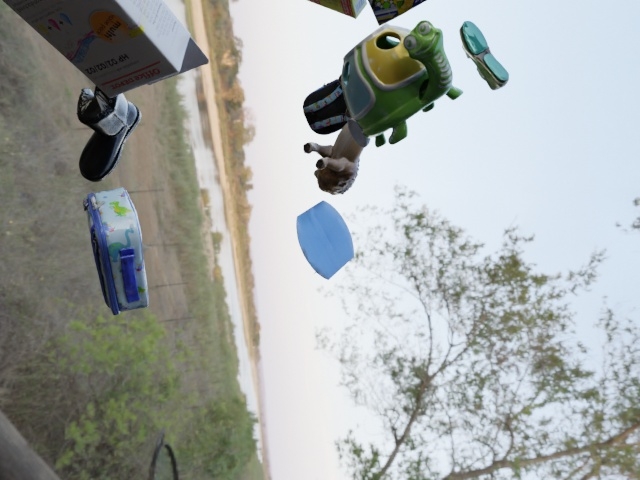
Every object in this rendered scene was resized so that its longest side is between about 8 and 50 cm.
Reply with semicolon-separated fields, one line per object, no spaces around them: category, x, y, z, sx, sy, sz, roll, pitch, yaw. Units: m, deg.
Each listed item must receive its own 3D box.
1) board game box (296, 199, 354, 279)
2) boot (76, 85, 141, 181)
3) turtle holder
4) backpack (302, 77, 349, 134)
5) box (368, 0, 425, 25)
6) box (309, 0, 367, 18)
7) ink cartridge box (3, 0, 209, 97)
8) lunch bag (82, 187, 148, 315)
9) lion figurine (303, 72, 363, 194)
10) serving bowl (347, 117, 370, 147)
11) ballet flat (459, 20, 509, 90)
board game box;0.000;0.000;0.976;0.169;0.033;0.133;-38;102;-53
boot;-0.560;-0.276;1.255;0.246;0.094;0.207;-58;179;-4
turtle holder;0.164;-0.358;1.130;0.227;0.243;0.320;55;14;-11
backpack;0.035;-0.427;1.608;0.117;0.173;0.158;-88;155;-66
box;0.164;-0.422;0.820;0.059;0.169;0.054;60;37;-20
box;0.001;-0.629;1.232;0.058;0.232;0.087;-56;159;-9
ink cartridge box;-0.212;-0.217;0.516;0.181;0.104;0.061;46;42;-50
lunch bag;-0.388;0.022;0.963;0.176;0.090;0.219;52;-35;42
lion figurine;0.090;-0.306;1.482;0.142;0.240;0.392;48;-66;29
serving bowl;0.106;-0.284;1.298;0.083;0.027;0.083;54;-10;15
ballet flat;0.351;-0.404;1.106;0.168;0.057;0.052;58;-17;3
